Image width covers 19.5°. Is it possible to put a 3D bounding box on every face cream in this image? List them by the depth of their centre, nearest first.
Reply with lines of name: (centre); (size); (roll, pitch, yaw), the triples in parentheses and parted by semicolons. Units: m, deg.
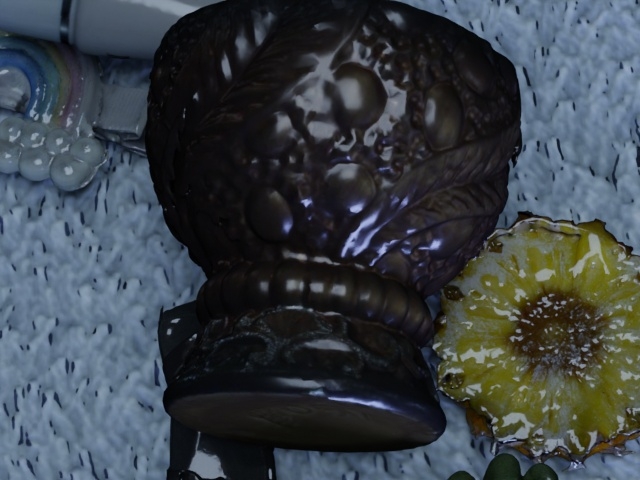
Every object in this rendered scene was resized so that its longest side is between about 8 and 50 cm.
face cream: (-0.086, -0.170, 1.397); (0.314, 0.143, 0.089); (10, 102, -2)

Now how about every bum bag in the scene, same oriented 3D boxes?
bum bag: (-0.072, 0.124, 1.357); (0.087, 0.049, 0.197); (-1, 68, -8)

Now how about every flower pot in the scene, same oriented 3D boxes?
flower pot: (0.000, 0.000, 1.287); (0.266, 0.266, 0.267); (6, 74, 2)

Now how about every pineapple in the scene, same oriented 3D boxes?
pineapple: (0.170, 0.075, 1.381); (0.221, 0.047, 0.221); (0, 68, -1)

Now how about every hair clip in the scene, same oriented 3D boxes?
hair clip: (-0.224, -0.112, 1.438); (0.220, 0.054, 0.140); (16, 73, 10)

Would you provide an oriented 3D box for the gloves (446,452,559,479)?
gloves: (0.057, 0.239, 1.283); (0.268, 0.135, 0.107); (-26, 74, 7)
